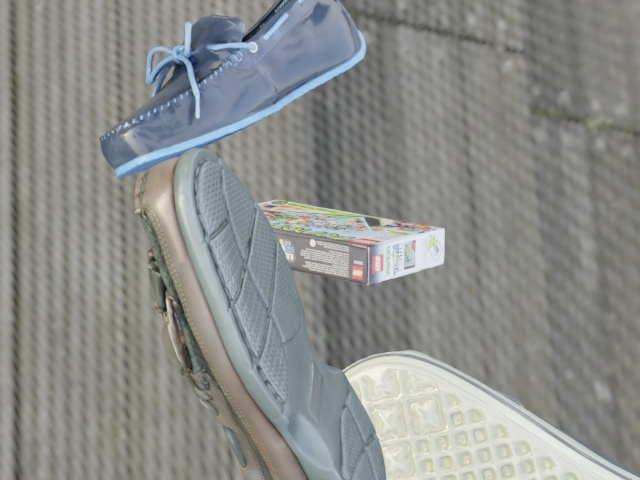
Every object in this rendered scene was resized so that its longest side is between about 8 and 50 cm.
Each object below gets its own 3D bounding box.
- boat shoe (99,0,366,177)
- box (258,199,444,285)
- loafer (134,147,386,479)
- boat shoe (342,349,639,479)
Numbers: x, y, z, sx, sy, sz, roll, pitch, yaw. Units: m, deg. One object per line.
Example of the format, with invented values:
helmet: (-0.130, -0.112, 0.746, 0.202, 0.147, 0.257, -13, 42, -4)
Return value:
boat shoe: (-0.077, -0.126, 1.419, 0.258, 0.109, 0.089, -35, 103, -47)
box: (0.000, 0.000, 1.770, 0.114, 0.207, 0.036, -14, 109, -49)
loafer: (-0.046, 0.068, 1.011, 0.096, 0.084, 0.267, -80, 151, -47)
boat shoe: (0.210, 0.248, 1.293, 0.500, 0.156, 0.187, 35, 93, 10)
